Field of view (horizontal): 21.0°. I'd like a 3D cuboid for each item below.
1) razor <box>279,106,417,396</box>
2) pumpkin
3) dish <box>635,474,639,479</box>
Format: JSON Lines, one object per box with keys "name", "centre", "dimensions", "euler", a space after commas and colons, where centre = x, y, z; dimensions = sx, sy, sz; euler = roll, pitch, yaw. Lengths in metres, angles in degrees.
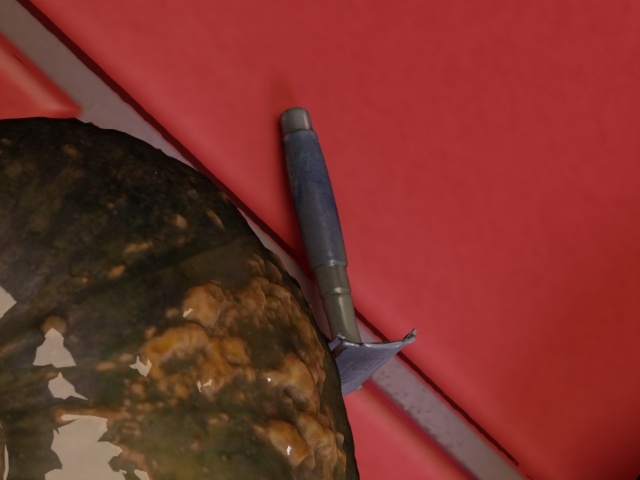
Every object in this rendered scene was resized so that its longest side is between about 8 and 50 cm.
{"name": "razor", "centre": [0.000, 0.000, 0.799], "dimensions": [0.040, 0.068, 0.135], "euler": [-2, 66, -28]}
{"name": "pumpkin", "centre": [-0.135, 0.114, 0.587], "dimensions": [0.327, 0.257, 0.291], "euler": [-22, 73, -23]}
{"name": "dish", "centre": [0.252, 0.210, 0.786], "dimensions": [0.303, 0.120, 0.303], "euler": [1, 58, -2]}
